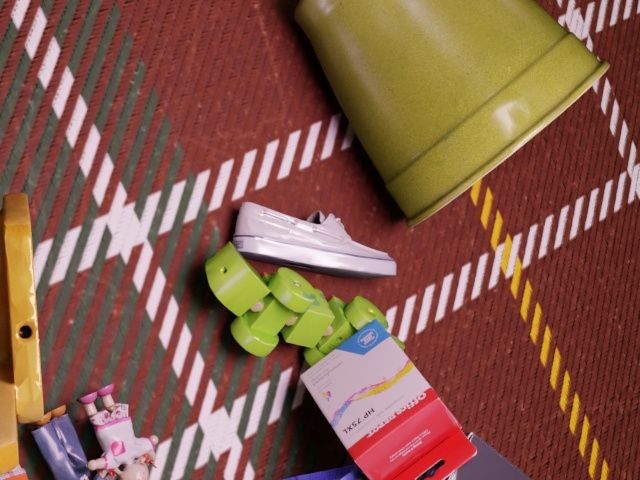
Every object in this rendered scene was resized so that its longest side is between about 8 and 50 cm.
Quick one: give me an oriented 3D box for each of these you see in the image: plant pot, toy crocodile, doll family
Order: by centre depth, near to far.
[{"bbox_3d":[-0.318,0.290,1.321,0.263,0.118,0.163,-21,86,-51],"label":"doll family"},{"bbox_3d":[-0.017,0.105,1.525,0.340,0.115,0.105,25,25,-35],"label":"toy crocodile"},{"bbox_3d":[0.159,-0.269,1.590,0.366,0.366,0.353,-40,92,-31],"label":"plant pot"}]

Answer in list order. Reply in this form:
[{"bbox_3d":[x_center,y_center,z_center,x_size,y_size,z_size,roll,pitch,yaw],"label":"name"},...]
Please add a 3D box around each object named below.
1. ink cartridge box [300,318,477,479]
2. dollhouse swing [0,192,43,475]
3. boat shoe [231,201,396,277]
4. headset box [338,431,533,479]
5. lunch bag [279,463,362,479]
[{"bbox_3d":[0.084,0.222,1.423,0.134,0.231,0.078,-38,128,-2],"label":"ink cartridge box"},{"bbox_3d":[-0.457,0.082,1.086,0.346,0.305,0.315,-4,86,-14],"label":"dollhouse swing"},{"bbox_3d":[0.000,0.000,1.566,0.258,0.095,0.084,12,79,-31],"label":"boat shoe"},{"bbox_3d":[0.185,0.378,1.502,0.246,0.283,0.131,40,63,-19],"label":"headset box"},{"bbox_3d":[-0.067,0.488,1.294,0.385,0.239,0.328,-25,96,-66],"label":"lunch bag"}]
